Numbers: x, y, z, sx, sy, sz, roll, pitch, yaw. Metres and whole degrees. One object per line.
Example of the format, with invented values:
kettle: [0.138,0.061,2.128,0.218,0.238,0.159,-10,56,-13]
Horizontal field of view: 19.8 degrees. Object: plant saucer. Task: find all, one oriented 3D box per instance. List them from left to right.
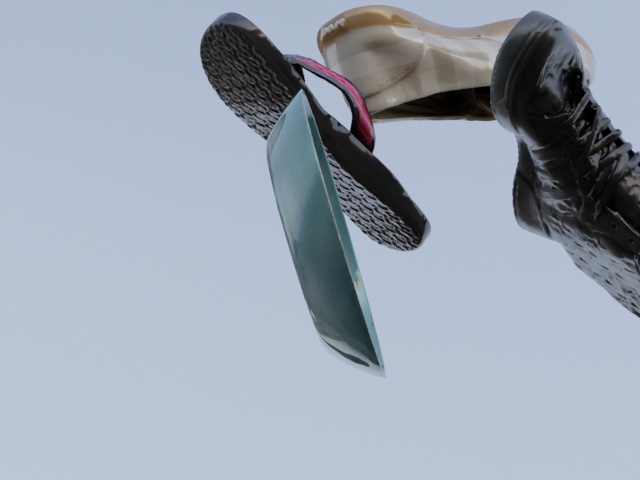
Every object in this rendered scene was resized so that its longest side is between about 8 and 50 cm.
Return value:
plant saucer: [0.000,0.000,0.729,0.021,0.119,0.119,-16,-53,2]

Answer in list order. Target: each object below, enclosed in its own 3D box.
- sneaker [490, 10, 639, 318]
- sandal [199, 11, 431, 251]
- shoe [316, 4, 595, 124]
sneaker: [0.131,-0.029,0.841,0.089,0.051,0.170,29,-27,29]
sandal: [0.001,-0.062,0.969,0.067,0.040,0.179,8,-31,51]
shoe: [0.086,-0.091,1.065,0.219,0.058,0.076,1,-27,-43]
